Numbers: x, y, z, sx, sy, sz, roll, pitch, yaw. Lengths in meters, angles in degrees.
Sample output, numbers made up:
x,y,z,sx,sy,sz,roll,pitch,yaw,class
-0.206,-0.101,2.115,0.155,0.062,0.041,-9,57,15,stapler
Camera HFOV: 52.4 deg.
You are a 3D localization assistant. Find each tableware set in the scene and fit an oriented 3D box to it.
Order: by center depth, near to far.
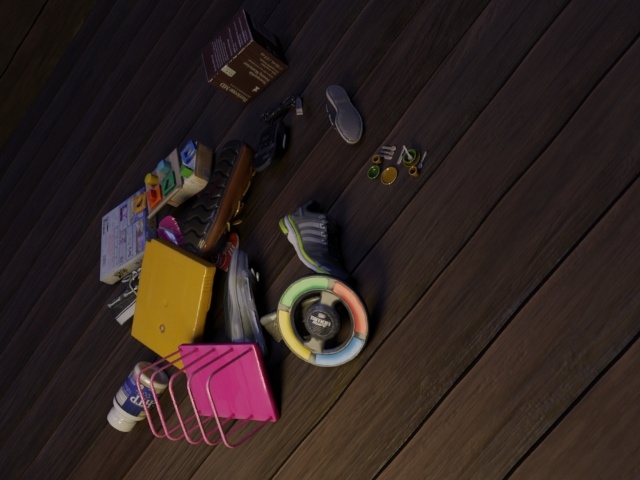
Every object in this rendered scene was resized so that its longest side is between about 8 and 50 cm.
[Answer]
x,y,z,sx,sy,sz,roll,pitch,yaw,class
0.185,-0.187,1.611,0.154,0.024,0.104,17,83,44,tableware set

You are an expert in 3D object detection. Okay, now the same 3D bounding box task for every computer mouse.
x,y,z,sx,sy,sz,roll,pitch,yaw,class
-0.109,-0.314,1.911,0.184,0.060,0.262,-28,43,35,computer mouse

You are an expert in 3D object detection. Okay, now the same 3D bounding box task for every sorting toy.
x,y,z,sx,sy,sz,roll,pitch,yaw,class
-0.524,-0.191,2.122,0.347,0.047,0.196,-38,46,29,sorting toy

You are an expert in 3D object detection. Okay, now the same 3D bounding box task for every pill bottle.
x,y,z,sx,sy,sz,roll,pitch,yaw,class
-0.535,0.458,1.895,0.187,0.112,0.112,-55,45,8,pill bottle

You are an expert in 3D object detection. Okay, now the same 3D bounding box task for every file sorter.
x,y,z,sx,sy,sz,roll,pitch,yaw,class
-0.286,0.381,1.603,0.290,0.182,0.202,-8,101,39,file sorter

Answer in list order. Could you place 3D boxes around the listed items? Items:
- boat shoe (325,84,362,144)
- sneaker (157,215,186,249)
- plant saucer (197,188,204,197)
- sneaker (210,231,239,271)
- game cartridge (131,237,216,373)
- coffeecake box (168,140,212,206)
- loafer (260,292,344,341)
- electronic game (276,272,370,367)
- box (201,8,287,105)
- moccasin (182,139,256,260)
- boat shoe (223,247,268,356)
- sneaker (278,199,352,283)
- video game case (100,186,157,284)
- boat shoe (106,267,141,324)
x,y,z,sx,sy,sz,roll,pitch,yaw,class
0.062,-0.332,1.777,0.065,0.075,0.206,104,152,-56,boat shoe
-0.391,0.038,1.971,0.103,0.111,0.252,-31,75,26,sneaker
-0.368,-0.171,2.104,0.083,0.013,0.083,-18,60,36,plant saucer
-0.279,0.026,1.895,0.042,0.067,0.118,1,73,43,sneaker
-0.427,0.179,1.873,0.285,0.052,0.324,23,106,37,game cartridge
-0.440,-0.216,2.135,0.185,0.068,0.142,-28,51,36,coffeecake box
-0.030,0.185,1.602,0.251,0.094,0.087,-24,91,30,loafer
0.005,0.186,1.509,0.229,0.048,0.229,5,104,19,electronic game
-0.243,-0.579,2.070,0.203,0.168,0.167,-36,51,24,box
-0.285,-0.107,1.915,0.139,0.147,0.380,2,65,38,moccasin
-0.203,0.167,1.750,0.118,0.103,0.320,113,155,-51,boat shoe
0.000,0.000,1.635,0.121,0.111,0.300,-47,49,10,sneaker
-0.667,-0.016,2.266,0.244,0.061,0.269,-30,54,29,video game case
-0.565,0.144,2.051,0.306,0.113,0.105,-40,94,30,boat shoe
